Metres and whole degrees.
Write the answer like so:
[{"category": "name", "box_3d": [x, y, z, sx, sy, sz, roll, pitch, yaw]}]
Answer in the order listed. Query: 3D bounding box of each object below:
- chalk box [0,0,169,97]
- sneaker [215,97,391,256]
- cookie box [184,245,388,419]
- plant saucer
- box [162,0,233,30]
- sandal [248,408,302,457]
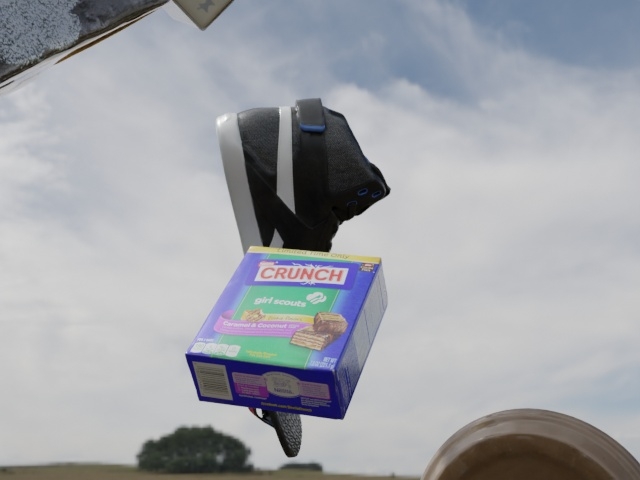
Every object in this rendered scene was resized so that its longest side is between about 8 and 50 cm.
[{"category": "chalk box", "box_3d": [-0.198, -0.162, 0.411, 0.132, 0.213, 0.132, -17, 20, 39]}, {"category": "sneaker", "box_3d": [0.000, 0.000, 0.691, 0.121, 0.217, 0.079, -12, 17, -1]}, {"category": "cookie box", "box_3d": [-0.017, 0.051, 0.543, 0.091, 0.107, 0.040, 4, -55, 18]}, {"category": "plant saucer", "box_3d": [0.223, 0.318, 0.948, 0.277, 0.278, 0.041, -9, -6, 24]}, {"category": "box", "box_3d": [-0.192, -0.394, 1.252, 0.148, 0.127, 0.232, 45, -1, -26]}, {"category": "sandal", "box_3d": [-0.071, 0.185, 1.115, 0.040, 0.179, 0.067, -22, 9, 19]}]
